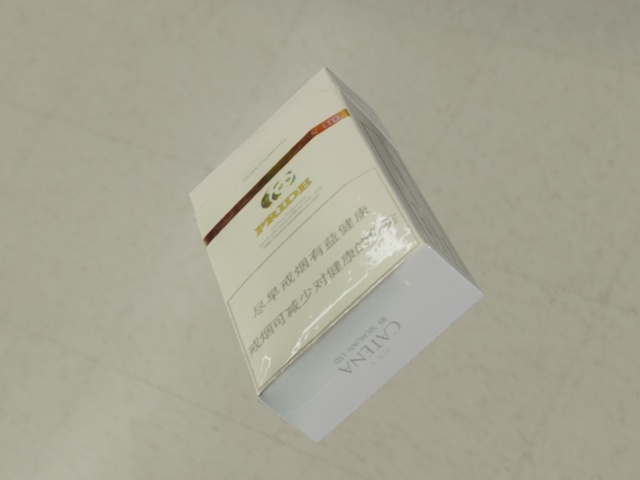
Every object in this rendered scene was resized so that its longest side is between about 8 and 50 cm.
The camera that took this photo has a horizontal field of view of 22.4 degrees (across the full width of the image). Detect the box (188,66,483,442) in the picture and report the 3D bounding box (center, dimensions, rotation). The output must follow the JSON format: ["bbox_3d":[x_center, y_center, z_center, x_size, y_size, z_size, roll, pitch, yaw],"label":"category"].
[{"bbox_3d":[0.000,0.000,0.627,0.084,0.040,0.154,-45,30,12],"label":"box"}]
